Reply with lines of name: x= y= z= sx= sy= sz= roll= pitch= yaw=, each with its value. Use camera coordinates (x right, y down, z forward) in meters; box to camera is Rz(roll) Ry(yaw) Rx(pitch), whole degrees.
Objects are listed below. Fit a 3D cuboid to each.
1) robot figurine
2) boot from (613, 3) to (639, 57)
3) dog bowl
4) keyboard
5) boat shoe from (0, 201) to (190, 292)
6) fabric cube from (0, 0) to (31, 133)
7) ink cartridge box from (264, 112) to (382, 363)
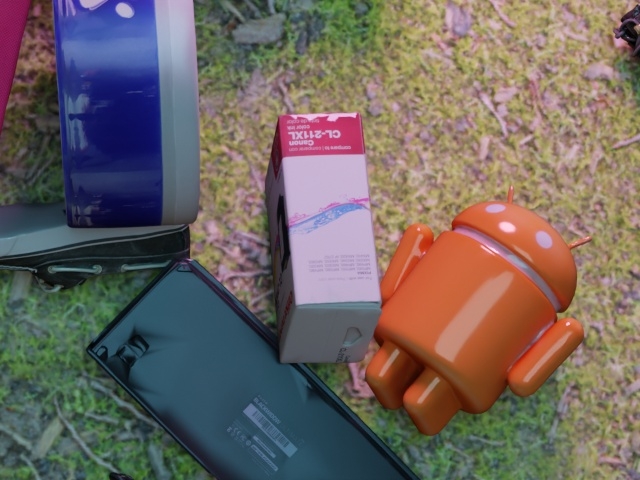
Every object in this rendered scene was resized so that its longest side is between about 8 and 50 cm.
robot figurine: x=0.129 y=0.057 z=1.590 sx=0.128 sy=0.158 sz=0.219 roll=44 pitch=78 yaw=-23
boot: x=0.343 y=-0.112 z=1.674 sx=0.263 sy=0.091 sz=0.229 roll=-39 pitch=83 yaw=-15
dog bowl: x=-0.158 y=-0.142 z=1.494 sx=0.104 sy=0.265 sz=0.265 roll=-4 pitch=82 yaw=-7
keyboard: x=-0.071 y=0.187 z=1.580 sx=0.317 sy=0.033 sz=0.201 roll=45 pitch=81 yaw=-4
boat shoe: x=-0.216 y=0.009 z=1.573 sx=0.219 sy=0.078 sz=0.070 roll=-6 pitch=112 yaw=-10
fabric cube: x=-0.360 y=-0.200 z=1.450 sx=0.254 sy=0.259 sz=0.258 roll=12 pitch=97 yaw=-16
ink cartridge box: x=0.000 y=0.000 z=1.556 sx=0.072 sy=0.127 sz=0.175 roll=-1 pitch=64 yaw=-9
